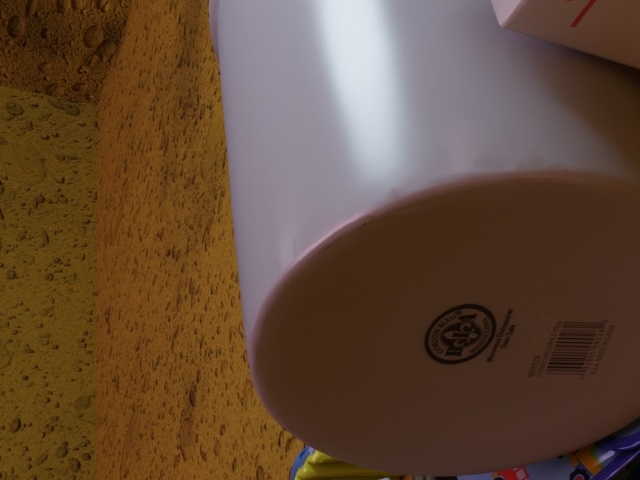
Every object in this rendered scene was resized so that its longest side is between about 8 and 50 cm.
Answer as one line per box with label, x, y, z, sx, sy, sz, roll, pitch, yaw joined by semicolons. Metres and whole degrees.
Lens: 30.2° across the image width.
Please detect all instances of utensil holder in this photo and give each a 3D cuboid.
utensil holder;0.083;-0.070;0.875;0.385;0.328;0.327;-96;26;-44

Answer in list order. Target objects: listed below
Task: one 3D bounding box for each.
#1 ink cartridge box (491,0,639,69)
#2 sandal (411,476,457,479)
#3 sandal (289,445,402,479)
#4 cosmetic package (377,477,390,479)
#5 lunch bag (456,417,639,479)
ink cartridge box;0.229;-0.207;0.700;0.207;0.354;0.119;122;150;-41
sandal;0.158;0.300;1.053;0.120;0.086;0.302;56;-170;-52
sandal;0.002;0.293;1.414;0.138;0.126;0.317;-101;30;-52
cosmetic package;0.102;0.415;0.940;0.284;0.098;0.377;-157;54;-67
lunch bag;0.233;0.100;0.929;0.293;0.138;0.221;-55;29;25
